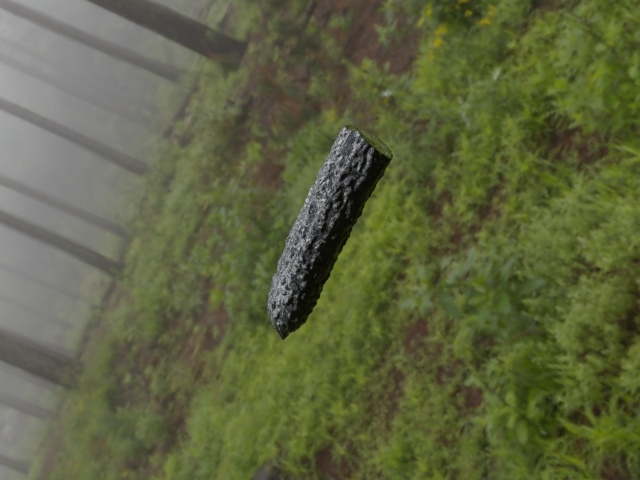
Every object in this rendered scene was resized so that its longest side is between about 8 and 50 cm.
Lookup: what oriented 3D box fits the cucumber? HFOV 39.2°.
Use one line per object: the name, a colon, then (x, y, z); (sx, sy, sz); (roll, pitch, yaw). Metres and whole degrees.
cucumber: (-0.002, 0.000, 1.074); (0.072, 0.072, 0.300); (-80, 15, -65)
